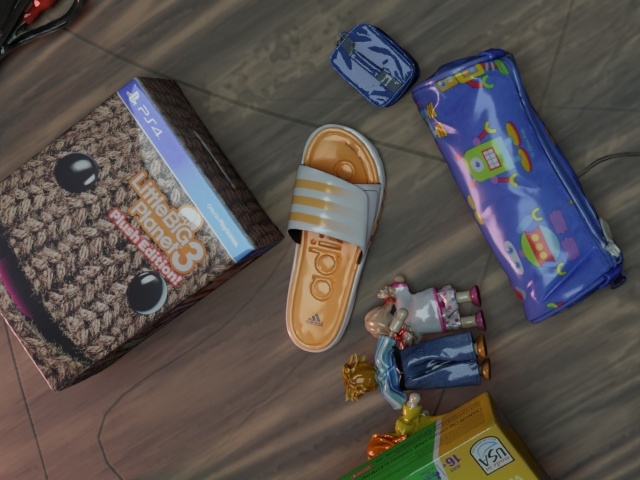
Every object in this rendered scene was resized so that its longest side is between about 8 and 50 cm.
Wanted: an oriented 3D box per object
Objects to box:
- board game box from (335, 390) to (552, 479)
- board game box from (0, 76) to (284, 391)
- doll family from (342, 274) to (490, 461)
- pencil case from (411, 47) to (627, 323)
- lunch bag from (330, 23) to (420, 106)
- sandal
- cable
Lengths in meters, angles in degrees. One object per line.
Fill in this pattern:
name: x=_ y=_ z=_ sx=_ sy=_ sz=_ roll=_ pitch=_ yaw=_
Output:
board game box: x=0.166 y=0.345 z=1.476 sx=0.242 sy=0.064 sz=0.316 roll=-33 pitch=114 yaw=12
board game box: x=-0.234 y=-0.009 z=1.551 sx=0.291 sy=0.141 sz=0.232 roll=-36 pitch=87 yaw=12
doll family: x=0.112 y=0.171 z=1.508 sx=0.163 sy=0.118 sz=0.263 roll=-12 pitch=93 yaw=12
pencil case: x=0.218 y=-0.062 z=1.465 sx=0.133 sy=0.119 sz=0.306 roll=-29 pitch=89 yaw=36
lunch bag: x=0.059 y=-0.198 z=1.514 sx=0.098 sy=0.065 sz=0.067 roll=41 pitch=101 yaw=5
sandal: x=0.010 y=0.002 z=1.535 sx=0.101 sy=0.076 sz=0.265 roll=9 pitch=97 yaw=10
cable: x=-0.377 y=-0.248 z=1.618 sx=0.139 sy=0.072 sz=0.287 roll=28 pitch=113 yaw=-9
